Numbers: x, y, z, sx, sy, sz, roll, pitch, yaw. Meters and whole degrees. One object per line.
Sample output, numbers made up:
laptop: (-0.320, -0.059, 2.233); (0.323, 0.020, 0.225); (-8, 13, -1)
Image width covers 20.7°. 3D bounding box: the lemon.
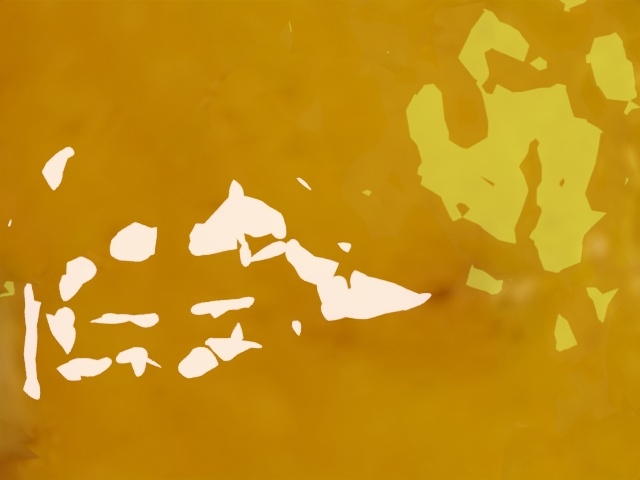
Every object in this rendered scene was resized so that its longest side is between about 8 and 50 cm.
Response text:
lemon: (0.000, -0.001, 0.473); (0.336, 0.336, 0.336); (17, 64, -39)
